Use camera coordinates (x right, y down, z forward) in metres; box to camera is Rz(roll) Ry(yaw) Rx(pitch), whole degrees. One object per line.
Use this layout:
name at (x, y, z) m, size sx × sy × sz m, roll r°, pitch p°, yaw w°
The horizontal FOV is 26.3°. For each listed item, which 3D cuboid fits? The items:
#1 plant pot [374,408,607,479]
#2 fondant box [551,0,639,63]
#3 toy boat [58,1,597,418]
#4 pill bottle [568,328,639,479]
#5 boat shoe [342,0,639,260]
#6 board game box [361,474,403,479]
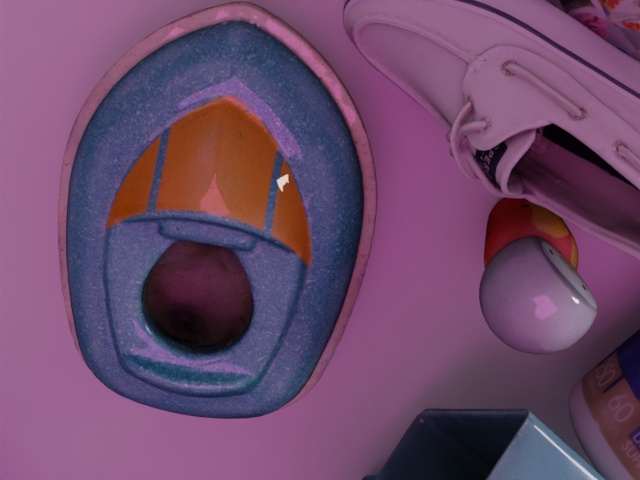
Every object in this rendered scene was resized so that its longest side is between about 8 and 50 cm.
plant pot at (0.135, 0.233, 0.810) m, size 0.234 × 0.165 × 0.165 m, roll 37°, pitch 74°, yaw -10°
fondant box at (0.206, -0.184, 0.669) m, size 0.096 × 0.238 × 0.330 m, roll -43°, pitch 111°, yaw -27°
toy boat at (0.000, 0.000, 0.807) m, size 0.318 × 0.148 × 0.267 m, roll 6°, pitch 113°, yaw 1°
pill bottle at (0.292, 0.068, 0.817) m, size 0.153 × 0.153 × 0.265 m, roll 42°, pitch 108°, yaw -13°
boat shoe at (0.115, -0.063, 0.751) m, size 0.268 × 0.088 × 0.096 m, roll 33°, pitch 152°, yaw 13°
board game box at (0.138, 0.341, 0.912) m, size 0.336 × 0.079 × 0.253 m, roll 26°, pitch 76°, yaw -8°
